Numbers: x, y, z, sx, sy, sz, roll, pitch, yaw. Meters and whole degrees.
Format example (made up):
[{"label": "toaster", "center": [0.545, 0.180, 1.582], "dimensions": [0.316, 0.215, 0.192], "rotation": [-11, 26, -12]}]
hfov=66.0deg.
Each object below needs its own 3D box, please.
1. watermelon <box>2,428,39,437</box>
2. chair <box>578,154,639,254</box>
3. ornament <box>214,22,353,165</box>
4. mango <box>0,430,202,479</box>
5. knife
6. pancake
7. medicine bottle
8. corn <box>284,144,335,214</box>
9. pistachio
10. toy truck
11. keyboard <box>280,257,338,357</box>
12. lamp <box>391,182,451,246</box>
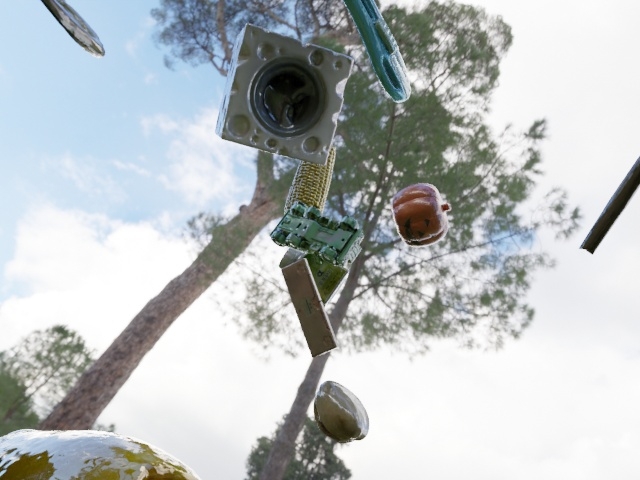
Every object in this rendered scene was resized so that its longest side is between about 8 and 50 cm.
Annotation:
[{"label": "watermelon", "center": [-0.458, 0.330, 0.731], "dimensions": [0.062, 0.105, 0.106], "rotation": [9, -48, 26]}, {"label": "chair", "center": [0.352, -0.068, 0.344], "dimensions": [0.188, 0.272, 0.166], "rotation": [36, -2, 13]}, {"label": "ornament", "center": [-0.097, -0.326, 1.140], "dimensions": [0.239, 0.240, 0.240], "rotation": [12, -79, -19]}, {"label": "mango", "center": [-0.206, 0.251, 0.339], "dimensions": [0.364, 0.253, 0.182], "rotation": [8, -28, 37]}, {"label": "knife", "center": [0.056, -0.268, 0.595], "dimensions": [0.031, 0.064, 0.222], "rotation": [-12, -58, 41]}, {"label": "pancake", "center": [-0.466, -0.419, 0.852], "dimensions": [0.250, 0.031, 0.250], "rotation": [49, -2, 2]}, {"label": "medicine bottle", "center": [-0.026, 0.097, 1.485], "dimensions": [0.188, 0.132, 0.088], "rotation": [33, -16, 10]}, {"label": "corn", "center": [-0.030, -0.180, 1.623], "dimensions": [0.130, 0.347, 0.130], "rotation": [15, -17, 5]}, {"label": "pistachio", "center": [0.043, 0.386, 1.108], "dimensions": [0.149, 0.113, 0.113], "rotation": [59, -36, 27]}, {"label": "toy truck", "center": [0.001, -0.001, 1.291], "dimensions": [0.259, 0.128, 0.135], "rotation": [15, -28, 44]}, {"label": "keyboard", "center": [-0.018, 0.115, 0.858], "dimensions": [0.055, 0.017, 0.166], "rotation": [-26, -106, 18]}, {"label": "lamp", "center": [0.297, -0.076, 1.432], "dimensions": [0.163, 0.188, 0.188], "rotation": [-15, -59, 20]}]
